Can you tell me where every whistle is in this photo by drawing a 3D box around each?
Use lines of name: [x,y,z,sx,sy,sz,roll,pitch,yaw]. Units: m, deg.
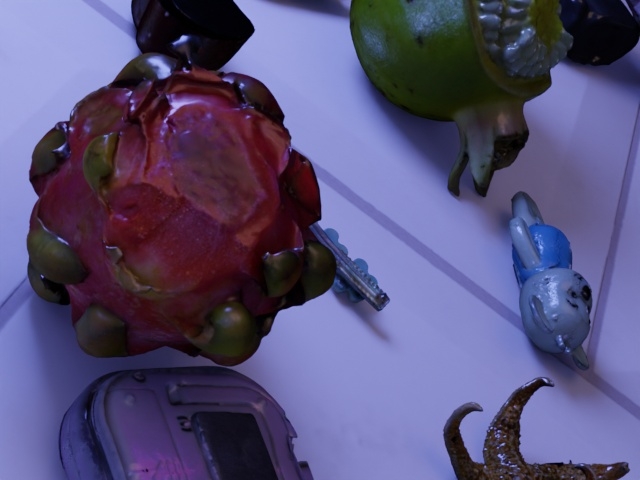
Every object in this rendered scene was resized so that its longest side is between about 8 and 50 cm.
whistle: [0.241,0.031,1.379,0.114,0.077,0.236,42,28,-33]

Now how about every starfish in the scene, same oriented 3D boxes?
starfish: [0.192,0.198,1.155,0.190,0.074,0.146,3,51,-40]

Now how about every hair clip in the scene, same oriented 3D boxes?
hair clip: [0.000,0.000,1.218,0.173,0.049,0.049,48,36,1]

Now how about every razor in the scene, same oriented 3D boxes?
razor: [0.334,-0.404,1.884,0.189,0.107,0.327,4,54,-42]

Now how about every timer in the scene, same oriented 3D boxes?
timer: [-0.083,0.182,0.931,0.190,0.069,0.208,4,48,-43]

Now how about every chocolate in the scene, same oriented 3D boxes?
chocolate: [-0.137,-0.219,1.296,0.125,0.080,0.149,26,30,-38]

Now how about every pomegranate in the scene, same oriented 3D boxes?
pomegranate: [0.161,-0.219,1.449,0.260,0.260,0.341,3,79,-40]

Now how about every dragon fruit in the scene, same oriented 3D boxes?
dragon fruit: [-0.102,-0.028,0.994,0.227,0.243,0.307,53,36,-14]

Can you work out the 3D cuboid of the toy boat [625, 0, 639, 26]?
toy boat: [0.523,-0.290,1.884,0.227,0.085,0.155,52,15,-34]
